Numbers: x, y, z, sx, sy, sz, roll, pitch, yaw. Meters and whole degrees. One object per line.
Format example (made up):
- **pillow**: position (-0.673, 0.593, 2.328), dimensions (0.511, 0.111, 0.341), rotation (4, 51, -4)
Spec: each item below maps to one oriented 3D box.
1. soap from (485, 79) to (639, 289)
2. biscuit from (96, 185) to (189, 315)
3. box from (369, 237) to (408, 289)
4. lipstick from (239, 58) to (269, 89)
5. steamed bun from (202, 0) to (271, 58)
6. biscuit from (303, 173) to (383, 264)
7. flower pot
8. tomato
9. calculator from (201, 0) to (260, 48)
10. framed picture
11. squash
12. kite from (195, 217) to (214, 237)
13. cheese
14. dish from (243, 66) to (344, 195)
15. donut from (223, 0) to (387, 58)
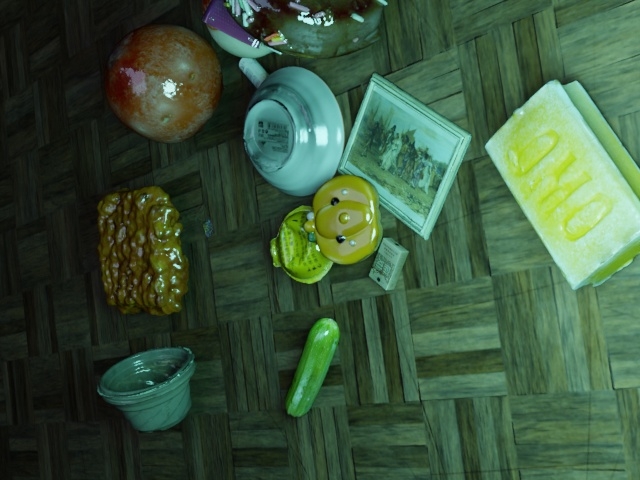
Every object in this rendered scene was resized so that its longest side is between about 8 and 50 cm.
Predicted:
- **soap**: position (0.378, -0.083, 1.468), dimensions (0.173, 0.089, 0.274), rotation (-48, 58, 37)
- **biscuit**: position (-0.431, 0.025, 2.375), dimensions (0.312, 0.111, 0.318), rotation (-2, 89, 51)
- **box**: position (0.125, 0.043, 1.807), dimensions (0.053, 0.024, 0.083), rotation (39, 118, 41)
- **lipstick**: position (-0.124, -0.337, 2.063), dimensions (0.141, 0.040, 0.040), rotation (50, 126, 34)
- **steamed bun**: position (-0.160, -0.492, 2.018), dimensions (0.232, 0.145, 0.231), rotation (3, 94, 48)
- **biscuit**: position (0.036, -0.038, 1.831), dimensions (0.170, 0.050, 0.170), rotation (0, 89, 32)
- **flower pot**: position (-0.386, 0.352, 2.278), dimensions (0.235, 0.235, 0.140), rotation (9, 122, 48)
- **tomato**: position (-0.352, -0.350, 2.168), dimensions (0.265, 0.265, 0.264), rotation (3, 93, 49)
- **calculator**: position (-0.136, -0.480, 1.907), dimensions (0.190, 0.127, 0.034), rotation (-65, 4, -7)
- **framed picture**: position (0.141, -0.157, 1.787), dimensions (0.274, 0.017, 0.217), rotation (39, 119, 41)
- **squash**: position (-0.017, 0.252, 1.948), dimensions (0.066, 0.066, 0.228), rotation (43, 123, 39)
- **kite**: position (-0.264, -0.039, 2.262), dimensions (0.078, 0.002, 0.044), rotation (57, 130, 30)
- **cheese**: position (0.000, 0.000, 1.919), dimensions (0.250, 0.064, 0.156), rotation (-17, 80, 38)
- **dish**: position (-0.077, -0.211, 1.950), dimensions (0.260, 0.085, 0.260), rotation (11, 107, 40)
- **donut**: position (-0.056, -0.487, 1.808), dimensions (0.136, 0.259, 0.345), rotation (112, 139, -58)
